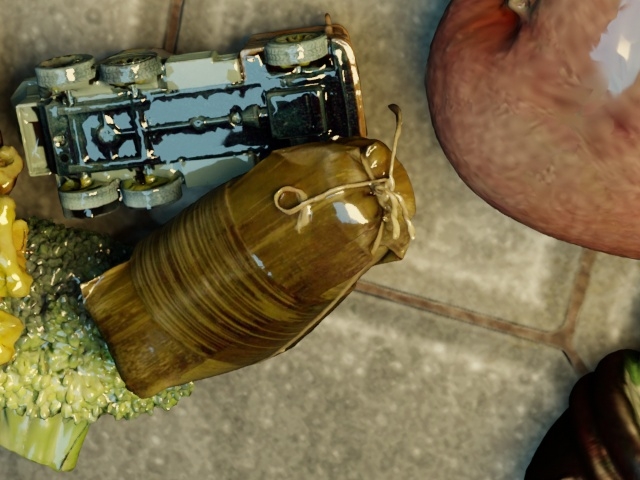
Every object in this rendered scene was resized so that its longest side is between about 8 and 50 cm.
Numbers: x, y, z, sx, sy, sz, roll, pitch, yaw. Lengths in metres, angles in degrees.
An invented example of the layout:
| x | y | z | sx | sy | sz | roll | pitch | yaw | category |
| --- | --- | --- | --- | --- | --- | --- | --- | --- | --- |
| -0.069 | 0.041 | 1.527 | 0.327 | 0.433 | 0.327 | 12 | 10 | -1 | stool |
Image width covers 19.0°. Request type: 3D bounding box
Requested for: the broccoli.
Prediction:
| x | y | z | sx | sy | sz | roll | pitch | yaw | category |
| --- | --- | --- | --- | --- | --- | --- | --- | --- | --- |
| -0.197 | 0.071 | 1.380 | 0.226 | 0.198 | 0.176 | 39 | 117 | 10 | broccoli |

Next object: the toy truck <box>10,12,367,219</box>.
| x | y | z | sx | sy | sz | roll | pitch | yaw | category |
| --- | --- | --- | --- | --- | --- | --- | --- | --- | --- |
| -0.096 | -0.093 | 1.335 | 0.257 | 0.140 | 0.108 | -7 | 107 | 6 | toy truck |

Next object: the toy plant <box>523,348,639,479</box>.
| x | y | z | sx | sy | sz | roll | pitch | yaw | category |
| --- | --- | --- | --- | --- | --- | --- | --- | --- | --- |
| 0.255 | 0.131 | 1.288 | 0.235 | 0.175 | 0.218 | -39 | 60 | 23 | toy plant |

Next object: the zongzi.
| x | y | z | sx | sy | sz | roll | pitch | yaw | category |
| --- | --- | --- | --- | --- | --- | --- | --- | --- | --- |
| 0.000 | 0.000 | 1.270 | 0.248 | 0.241 | 0.111 | -33 | 81 | 30 | zongzi |

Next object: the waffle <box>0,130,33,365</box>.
| x | y | z | sx | sy | sz | roll | pitch | yaw | category |
| --- | --- | --- | --- | --- | --- | --- | --- | --- | --- |
| -0.302 | -0.004 | 1.315 | 0.307 | 0.060 | 0.311 | -25 | 66 | 38 | waffle |

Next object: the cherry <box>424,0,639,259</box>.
| x | y | z | sx | sy | sz | roll | pitch | yaw | category |
| --- | --- | --- | --- | --- | --- | --- | --- | --- | --- |
| 0.210 | -0.108 | 1.195 | 0.307 | 0.221 | 0.261 | 34 | 123 | -12 | cherry |
